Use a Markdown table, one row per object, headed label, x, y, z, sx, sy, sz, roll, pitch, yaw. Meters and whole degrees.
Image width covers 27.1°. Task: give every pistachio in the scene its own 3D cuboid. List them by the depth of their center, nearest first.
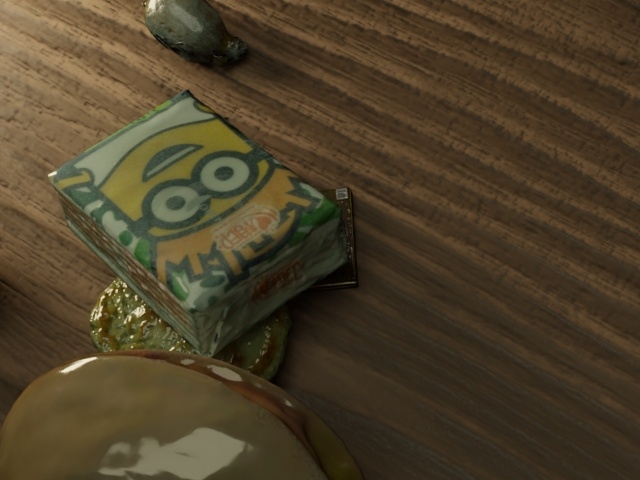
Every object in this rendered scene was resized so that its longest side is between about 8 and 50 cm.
| label | x | y | z | sx | sy | sz | roll | pitch | yaw |
| --- | --- | --- | --- | --- | --- | --- | --- | --- | --- |
| pistachio | -0.159 | 0.298 | 1.465 | 0.445 | 0.281 | 0.365 | 16 | 111 | 14 |

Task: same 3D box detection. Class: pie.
| label | x | y | z | sx | sy | sz | roll | pitch | yaw |
| --- | --- | --- | --- | --- | --- | --- | --- | --- | --- |
| pie | -0.155 | 0.106 | 1.650 | 0.248 | 0.090 | 0.201 | 23 | 63 | 19 |

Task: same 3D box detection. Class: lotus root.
| label | x | y | z | sx | sy | sz | roll | pitch | yaw |
| --- | --- | --- | --- | --- | --- | --- | --- | --- | --- |
| lotus root | -0.177 | -0.290 | 1.807 | 0.165 | 0.088 | 0.088 | 38 | 81 | 11 |

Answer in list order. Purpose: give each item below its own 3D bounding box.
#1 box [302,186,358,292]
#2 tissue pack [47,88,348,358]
| label | x | y | z | sx | sy | sz | roll | pitch | yaw |
| --- | --- | --- | --- | --- | --- | --- | --- | --- | --- |
| box | 0.000 | 0.000 | 1.693 | 0.090 | 0.023 | 0.133 | -7 | 69 | 7 |
| tissue pack | -0.148 | -0.027 | 1.619 | 0.228 | 0.128 | 0.311 | -35 | 52 | -22 |
